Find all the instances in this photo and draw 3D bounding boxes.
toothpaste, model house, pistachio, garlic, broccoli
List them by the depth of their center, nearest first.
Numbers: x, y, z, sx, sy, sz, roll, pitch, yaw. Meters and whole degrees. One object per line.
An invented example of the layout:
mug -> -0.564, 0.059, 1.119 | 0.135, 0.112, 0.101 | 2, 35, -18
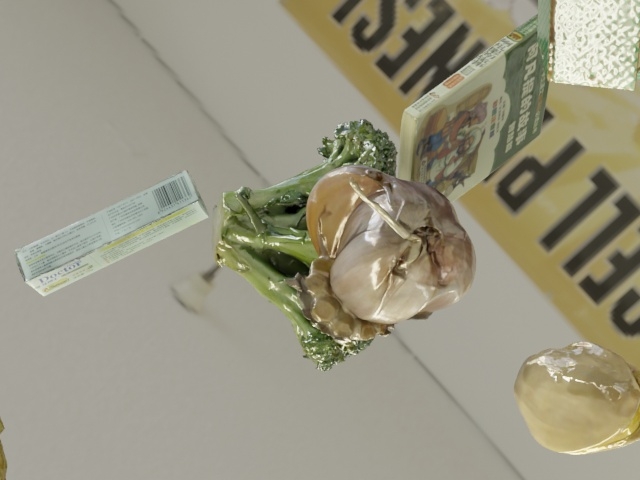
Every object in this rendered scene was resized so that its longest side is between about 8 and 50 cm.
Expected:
toothpaste -> -0.175, -0.006, 1.028 | 0.046, 0.164, 0.034 | 63, -179, -68
model house -> 0.306, -0.243, 1.221 | 0.271, 0.206, 0.178 | 40, 146, 37
garlic -> 0.048, 0.019, 1.328 | 0.207, 0.207, 0.256 | 51, -166, 19
pistachio -> 0.332, 0.204, 1.511 | 0.117, 0.145, 0.200 | 35, 169, -40
broccoli -> 0.000, 0.000, 1.613 | 0.283, 0.304, 0.321 | 11, -146, -14

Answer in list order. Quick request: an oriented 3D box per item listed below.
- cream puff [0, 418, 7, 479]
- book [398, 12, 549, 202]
cream puff -> -0.625, 0.339, 1.824 | 0.257, 0.324, 0.291 | 51, 162, -9
book -> 0.190, -0.143, 1.477 | 0.027, 0.264, 0.202 | 35, 147, 29
